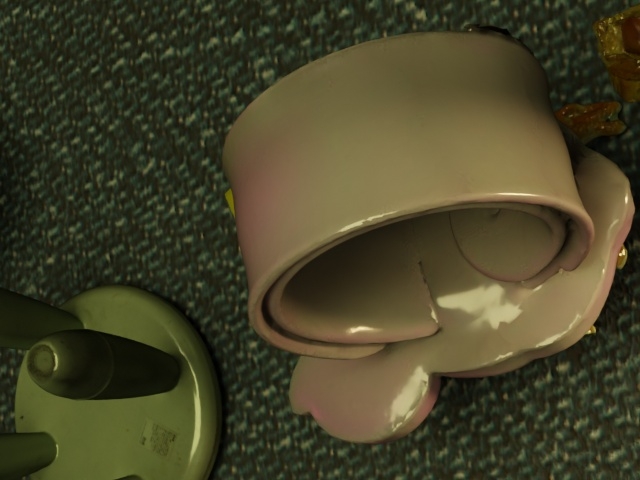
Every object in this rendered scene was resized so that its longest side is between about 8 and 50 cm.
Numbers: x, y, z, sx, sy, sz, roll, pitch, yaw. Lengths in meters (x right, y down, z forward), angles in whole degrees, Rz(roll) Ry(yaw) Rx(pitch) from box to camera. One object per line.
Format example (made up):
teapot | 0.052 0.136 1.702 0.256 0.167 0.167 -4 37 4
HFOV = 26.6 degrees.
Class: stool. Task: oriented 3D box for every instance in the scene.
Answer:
stool | -0.200 0.131 0.971 0.195 0.198 0.195 19 99 29

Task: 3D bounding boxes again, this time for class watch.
watch | 0.033 -0.017 0.769 0.248 0.217 0.211 -24 61 26

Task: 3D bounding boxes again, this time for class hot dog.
hot dog | 0.229 -0.105 0.804 0.169 0.061 0.078 28 100 28

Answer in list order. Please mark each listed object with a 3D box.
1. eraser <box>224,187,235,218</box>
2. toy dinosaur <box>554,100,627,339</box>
eraser | 0.000 0.000 0.944 0.097 0.045 0.122 -29 74 24
toy dinosaur | 0.111 0.005 0.873 0.212 0.057 0.142 -22 69 23
